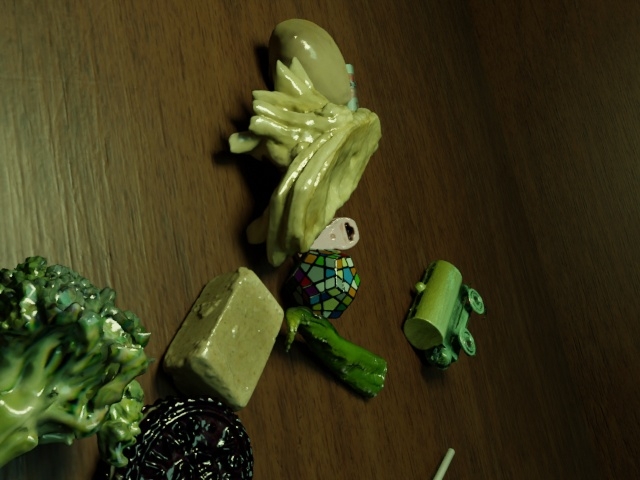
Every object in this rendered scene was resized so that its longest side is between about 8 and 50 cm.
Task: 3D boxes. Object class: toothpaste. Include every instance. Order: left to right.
[{"bbox_3d":[0.076,-0.327,1.340,0.056,0.036,0.205,8,71,-56],"label":"toothpaste"}]

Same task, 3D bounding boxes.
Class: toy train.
[{"bbox_3d":[0.308,0.170,1.344,0.190,0.126,0.307,60,35,-17],"label":"toy train"}]

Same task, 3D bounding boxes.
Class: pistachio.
[{"bbox_3d":[-0.023,-0.340,1.113,0.223,0.152,0.126,52,-6,-38],"label":"pistachio"}]

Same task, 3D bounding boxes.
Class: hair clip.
[{"bbox_3d":[-0.005,0.002,1.061,0.138,0.102,0.123,-22,91,-24],"label":"hair clip"}]

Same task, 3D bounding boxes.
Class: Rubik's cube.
[{"bbox_3d":[0.003,0.074,0.961,0.133,0.111,0.133,27,55,-47],"label":"Rubik's cube"}]

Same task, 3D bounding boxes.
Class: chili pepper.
[{"bbox_3d":[0.022,0.192,0.948,0.359,0.076,0.085,42,66,-49],"label":"chili pepper"}]

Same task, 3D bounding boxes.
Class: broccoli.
[{"bbox_3d":[-0.269,0.162,0.505,0.198,0.177,0.275,38,65,-43],"label":"broccoli"}]

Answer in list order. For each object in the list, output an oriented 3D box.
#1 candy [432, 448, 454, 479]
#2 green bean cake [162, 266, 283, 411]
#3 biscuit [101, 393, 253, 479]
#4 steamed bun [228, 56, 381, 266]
[{"bbox_3d":[0.215,0.493,1.080,0.365,0.124,0.124,-15,87,-64],"label":"candy"},{"bbox_3d":[-0.129,0.135,0.762,0.109,0.085,0.179,54,37,-29],"label":"green bean cake"},{"bbox_3d":[-0.162,0.276,0.645,0.194,0.053,0.195,11,74,-45],"label":"biscuit"},{"bbox_3d":[-0.030,-0.171,0.984,0.247,0.189,0.428,100,17,-44],"label":"steamed bun"}]
